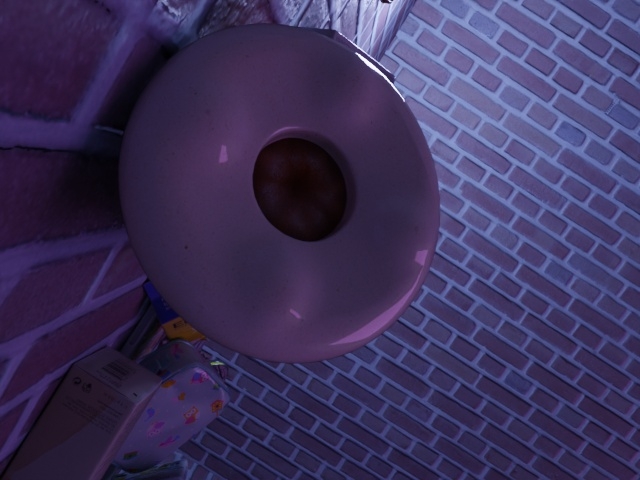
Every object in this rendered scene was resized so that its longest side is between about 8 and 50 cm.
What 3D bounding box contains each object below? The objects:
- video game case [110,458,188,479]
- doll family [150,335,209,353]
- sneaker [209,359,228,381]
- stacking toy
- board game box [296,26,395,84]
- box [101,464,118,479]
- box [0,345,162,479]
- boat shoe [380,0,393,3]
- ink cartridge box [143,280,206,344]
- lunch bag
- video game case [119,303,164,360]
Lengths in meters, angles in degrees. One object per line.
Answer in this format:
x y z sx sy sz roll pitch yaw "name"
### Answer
-0.471 0.562 1.072 0.300 0.328 0.036 126 -45 -68 "video game case"
-0.363 0.260 1.312 0.163 0.118 0.263 -53 -171 28 "doll family"
-0.410 0.389 1.361 0.121 0.299 0.111 -107 -177 -63 "sneaker"
-0.106 -0.022 0.663 0.351 0.350 0.479 -58 -163 -23 "stacking toy"
0.008 -0.190 0.871 0.224 0.097 0.304 7 101 -55 "board game box"
-0.490 0.451 1.169 0.181 0.119 0.182 -57 -179 -9 "box"
-0.413 0.351 0.797 0.311 0.121 0.148 -58 -179 -3 "box"
0.109 -0.477 0.743 0.123 0.116 0.324 -58 -178 4 "boat shoe"
-0.196 0.109 1.019 0.303 0.072 0.307 -25 162 -19 "ink cartridge box"
-0.341 0.342 1.010 0.279 0.108 0.224 -37 134 -13 "lunch bag"
-0.371 0.180 1.095 0.207 0.026 0.227 -58 -178 -6 "video game case"
